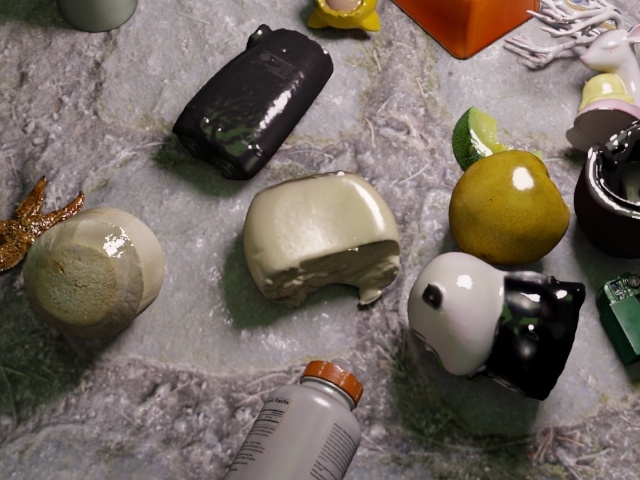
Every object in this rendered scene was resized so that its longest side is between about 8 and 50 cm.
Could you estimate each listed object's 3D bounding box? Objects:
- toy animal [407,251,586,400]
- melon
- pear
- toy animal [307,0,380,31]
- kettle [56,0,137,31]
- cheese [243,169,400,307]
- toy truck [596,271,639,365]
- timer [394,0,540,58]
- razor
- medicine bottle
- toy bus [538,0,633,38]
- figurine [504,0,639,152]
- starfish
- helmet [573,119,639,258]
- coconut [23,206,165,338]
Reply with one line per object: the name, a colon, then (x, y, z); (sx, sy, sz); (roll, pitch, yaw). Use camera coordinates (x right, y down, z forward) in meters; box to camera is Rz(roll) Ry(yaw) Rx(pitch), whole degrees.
toy animal: (0.269, 0.138, 1.436); (0.266, 0.212, 0.212); (13, 60, 6)
melon: (0.337, -0.163, 1.690); (0.209, 0.064, 0.118); (33, 57, 10)
pear: (0.320, -0.050, 1.546); (0.209, 0.209, 0.209); (3, 60, -4)
toy animal: (0.055, -0.541, 1.834); (0.156, 0.156, 0.230); (7, 75, -2)
kettle: (-0.461, -0.573, 1.730); (0.165, 0.255, 0.240); (-19, 64, -13)
cheese: (0.000, 0.000, 1.524); (0.266, 0.127, 0.233); (-13, 65, -10)
toy truck: (0.535, 0.132, 1.537); (0.079, 0.065, 0.147); (-15, 64, -10)
timer: (0.303, -0.550, 1.885); (0.257, 0.161, 0.250); (-35, 54, -22)
razor: (-0.119, -0.267, 1.674); (0.189, 0.107, 0.327); (30, 61, 10)
medicine bottle: (-0.038, 0.322, 1.316); (0.157, 0.157, 0.289); (25, 60, 9)
toy bus: (0.559, -0.467, 1.885); (0.190, 0.064, 0.075); (33, 68, 12)
figurine: (0.521, -0.346, 1.733); (0.284, 0.206, 0.316); (8, 61, -3)
starfish: (-0.497, -0.014, 1.529); (0.240, 0.043, 0.227); (26, 62, 6)
helmet: (0.589, -0.076, 1.599); (0.305, 0.177, 0.225); (-15, 55, -21)
coconut: (-0.355, 0.047, 1.419); (0.202, 0.222, 0.202); (0, 98, 2)
